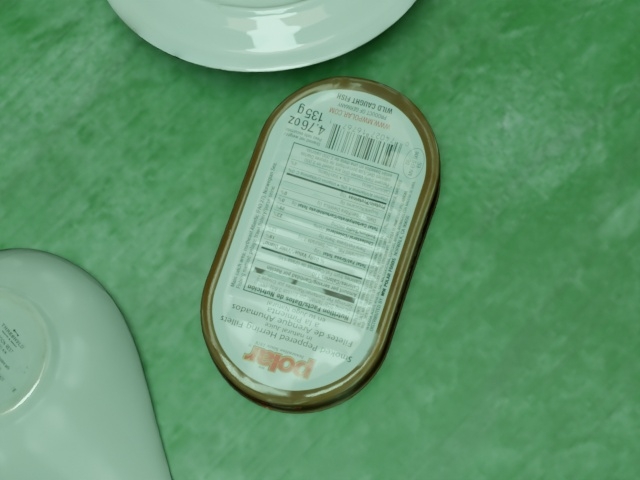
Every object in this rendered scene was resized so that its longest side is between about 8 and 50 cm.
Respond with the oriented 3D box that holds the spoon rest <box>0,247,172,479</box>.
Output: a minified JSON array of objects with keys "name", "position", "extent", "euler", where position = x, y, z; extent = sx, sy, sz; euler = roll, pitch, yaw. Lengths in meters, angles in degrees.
[{"name":"spoon rest","position":[-0.126,0.117,0.639],"extent":[0.137,0.084,0.276],"euler":[-39,66,-8]}]

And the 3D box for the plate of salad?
[{"name":"plate of salad","position":[-0.030,-0.173,0.706],"extent":[0.200,0.048,0.199],"euler":[-1,62,3]}]

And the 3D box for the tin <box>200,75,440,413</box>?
[{"name":"tin","position":[0.000,0.000,0.674],"extent":[0.106,0.040,0.189],"euler":[16,78,9]}]
